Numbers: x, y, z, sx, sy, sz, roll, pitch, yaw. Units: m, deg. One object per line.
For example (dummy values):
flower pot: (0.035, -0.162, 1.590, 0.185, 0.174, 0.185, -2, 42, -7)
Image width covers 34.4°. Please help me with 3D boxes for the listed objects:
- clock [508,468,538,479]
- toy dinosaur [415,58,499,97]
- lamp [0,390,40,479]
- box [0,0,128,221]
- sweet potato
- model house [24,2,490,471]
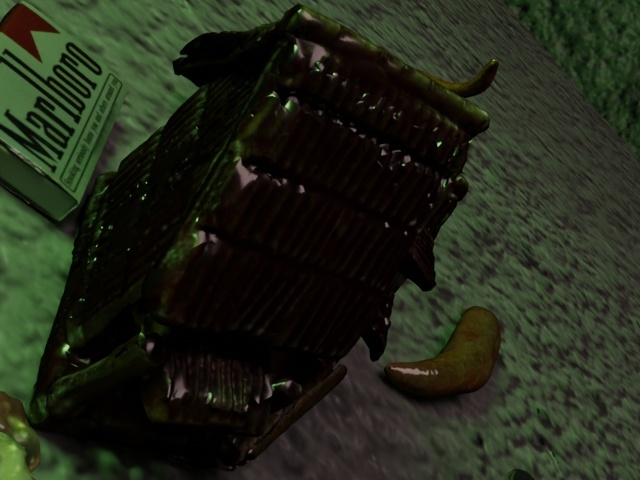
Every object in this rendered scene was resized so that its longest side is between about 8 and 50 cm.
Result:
clock: (0.214, 0.266, 1.030, 0.074, 0.010, 0.083, 25, 36, -42)
toy dinosaur: (-0.017, -0.117, 0.955, 0.208, 0.097, 0.432, 0, 5, -14)
lamp: (-0.190, 0.157, 0.405, 0.223, 0.151, 0.215, -31, 84, -28)
box: (-0.216, -0.103, 0.791, 0.115, 0.036, 0.177, 39, 29, -22)
sweet potato: (0.144, 0.116, 1.062, 0.078, 0.058, 0.255, 40, 26, 14)
model house: (0.000, 0.000, 0.723, 0.317, 0.282, 0.297, 27, 35, -39)
